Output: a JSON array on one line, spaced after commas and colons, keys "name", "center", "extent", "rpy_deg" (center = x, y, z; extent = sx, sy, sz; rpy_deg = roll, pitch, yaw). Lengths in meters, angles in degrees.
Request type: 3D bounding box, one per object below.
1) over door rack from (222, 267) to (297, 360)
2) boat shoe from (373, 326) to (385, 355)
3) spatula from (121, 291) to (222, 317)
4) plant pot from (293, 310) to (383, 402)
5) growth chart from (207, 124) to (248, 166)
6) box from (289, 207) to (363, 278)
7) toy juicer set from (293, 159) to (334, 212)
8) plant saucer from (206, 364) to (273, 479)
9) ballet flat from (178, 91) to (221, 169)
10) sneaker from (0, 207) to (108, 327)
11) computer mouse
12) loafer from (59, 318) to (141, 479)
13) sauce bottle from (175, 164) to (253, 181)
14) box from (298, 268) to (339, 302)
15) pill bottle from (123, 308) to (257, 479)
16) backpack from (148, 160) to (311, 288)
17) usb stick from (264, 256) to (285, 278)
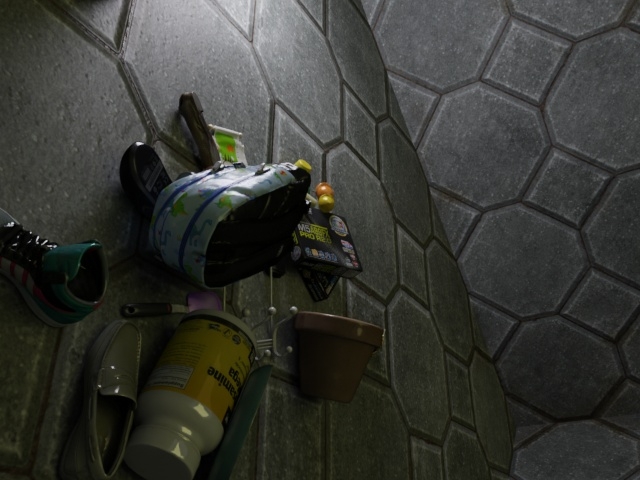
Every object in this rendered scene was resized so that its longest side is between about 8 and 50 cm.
[{"name": "over door rack", "center": [-0.170, 0.151, 1.599], "extent": [0.239, 0.108, 0.324], "rpy_deg": [10, 67, -60]}, {"name": "boat shoe", "center": [0.170, 0.361, 2.122], "extent": [0.285, 0.089, 0.104], "rpy_deg": [-12, 85, -63]}, {"name": "spatula", "center": [-0.331, 0.155, 1.384], "extent": [0.296, 0.030, 0.084], "rpy_deg": [10, 66, -59]}, {"name": "plant pot", "center": [0.035, 0.342, 1.760], "extent": [0.263, 0.263, 0.229], "rpy_deg": [30, 68, -52]}, {"name": "growth chart", "center": [-0.248, -0.217, 1.750], "extent": [0.172, 0.021, 0.237], "rpy_deg": [-15, 88, -61]}, {"name": "box", "center": [0.000, 0.000, 1.932], "extent": [0.270, 0.060, 0.216], "rpy_deg": [15, 48, -44]}, {"name": "toy juicer set", "center": [-0.060, -0.148, 1.894], "extent": [0.209, 0.089, 0.329], "rpy_deg": [43, 19, 4]}, {"name": "plant saucer", "center": [-0.181, 0.411, 1.314], "extent": [0.044, 0.317, 0.317], "rpy_deg": [22, 42, -2]}, {"name": "ballet flat", "center": [-0.321, -0.270, 1.620], "extent": [0.084, 0.058, 0.249], "rpy_deg": [-81, 154, -74]}, {"name": "sneaker", "center": [-0.473, 0.025, 1.036], "extent": [0.295, 0.178, 0.123], "rpy_deg": [55, 33, -30]}, {"name": "computer mouse", "center": [-0.387, -0.098, 1.389], "extent": [0.188, 0.072, 0.272], "rpy_deg": [-74, 151, -49]}, {"name": "loafer", "center": [-0.382, 0.291, 1.128], "extent": [0.112, 0.111, 0.319], "rpy_deg": [40, 42, -44]}, {"name": "sauce bottle", "center": [-0.240, -0.141, 1.560], "extent": [0.344, 0.111, 0.111], "rpy_deg": [-9, 83, -67]}, {"name": "box", "center": [0.001, 0.072, 2.012], "extent": [0.175, 0.051, 0.220], "rpy_deg": [63, 29, -17]}, {"name": "pill bottle", "center": [-0.264, 0.315, 1.250], "extent": [0.188, 0.188, 0.334], "rpy_deg": [57, 32, -28]}, {"name": "backpack", "center": [-0.205, -0.033, 1.365], "extent": [0.273, 0.290, 0.355], "rpy_deg": [26, 28, 5]}, {"name": "usb stick", "center": [-0.141, -0.024, 1.816], "extent": [0.077, 0.045, 0.278], "rpy_deg": [23, 56, -48]}]
